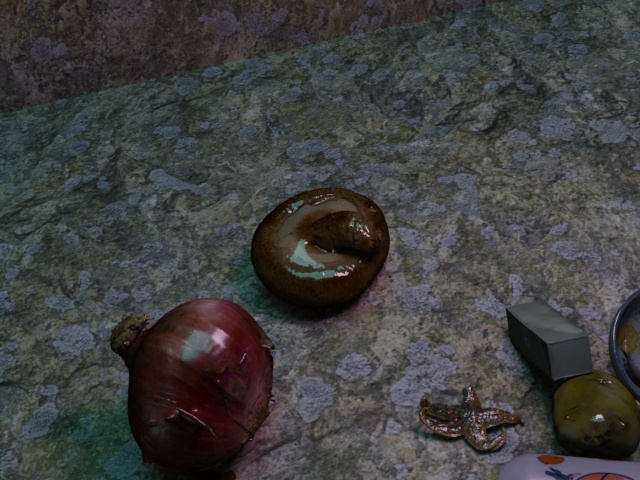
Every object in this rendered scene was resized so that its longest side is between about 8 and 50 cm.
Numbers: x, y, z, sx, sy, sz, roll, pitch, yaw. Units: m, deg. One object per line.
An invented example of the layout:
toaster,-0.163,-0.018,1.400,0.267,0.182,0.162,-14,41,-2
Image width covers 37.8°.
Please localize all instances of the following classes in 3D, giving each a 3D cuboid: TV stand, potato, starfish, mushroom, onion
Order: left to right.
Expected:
onion,-0.231,0.282,1.814,0.354,0.353,0.353,-5,38,4
mushroom,0.000,0.019,2.210,0.345,0.239,0.345,2,19,-1
starfish,0.300,0.356,1.858,0.210,0.053,0.150,-2,51,2
TV stand,0.459,0.198,1.898,0.088,0.083,0.269,-10,11,-3
potato,0.516,0.329,1.757,0.154,0.137,0.200,26,22,-6

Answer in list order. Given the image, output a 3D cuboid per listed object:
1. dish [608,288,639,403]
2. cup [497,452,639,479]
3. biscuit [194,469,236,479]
dish,0.687,0.233,1.860,0.273,0.134,0.273,3,66,-7
cup,0.453,0.468,1.550,0.317,0.212,0.212,2,39,16
biscuit,-0.205,0.479,1.809,0.092,0.016,0.082,1,43,16
